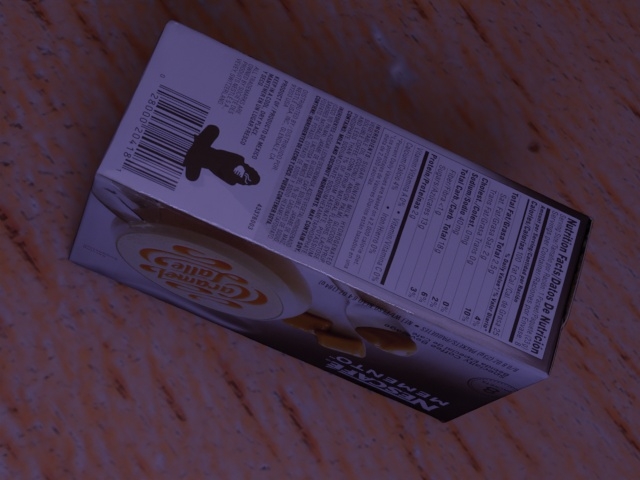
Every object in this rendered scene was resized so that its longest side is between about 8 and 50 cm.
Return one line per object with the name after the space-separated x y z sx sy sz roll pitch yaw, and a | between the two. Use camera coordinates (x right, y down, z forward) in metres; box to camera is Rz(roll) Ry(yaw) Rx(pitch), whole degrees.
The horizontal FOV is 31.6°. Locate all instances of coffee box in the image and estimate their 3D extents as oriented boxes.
0.000 0.000 0.622 0.246 0.141 0.098 25 67 -10 | coffee box
